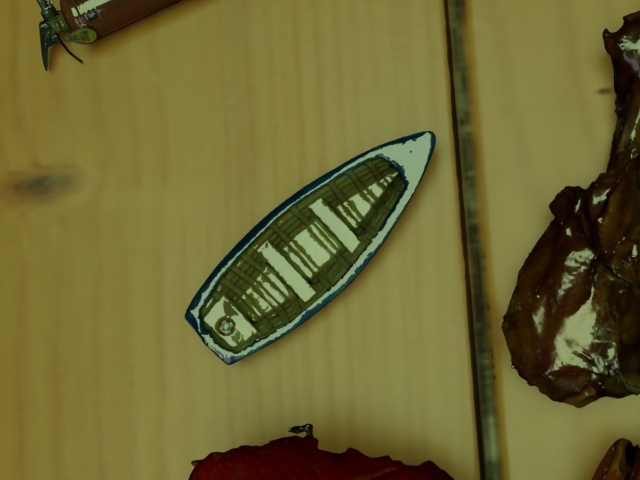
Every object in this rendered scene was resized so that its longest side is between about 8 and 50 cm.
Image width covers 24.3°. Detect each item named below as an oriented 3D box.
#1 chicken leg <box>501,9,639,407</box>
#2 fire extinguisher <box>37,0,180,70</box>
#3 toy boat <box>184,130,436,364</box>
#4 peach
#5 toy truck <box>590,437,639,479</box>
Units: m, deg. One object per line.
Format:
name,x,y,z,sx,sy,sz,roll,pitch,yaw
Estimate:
chicken leg,0.215,-0.028,1.068,0.113,0.093,0.304,20,80,-9
fire extinguisher,-0.143,-0.188,1.137,0.177,0.050,0.062,-25,122,6
toy boat,0.000,0.000,1.105,0.229,0.046,0.080,-43,81,2
peach,0.008,0.220,1.015,0.196,0.190,0.226,-45,80,4
toy truck,0.231,0.282,0.956,0.204,0.288,0.211,26,114,5
